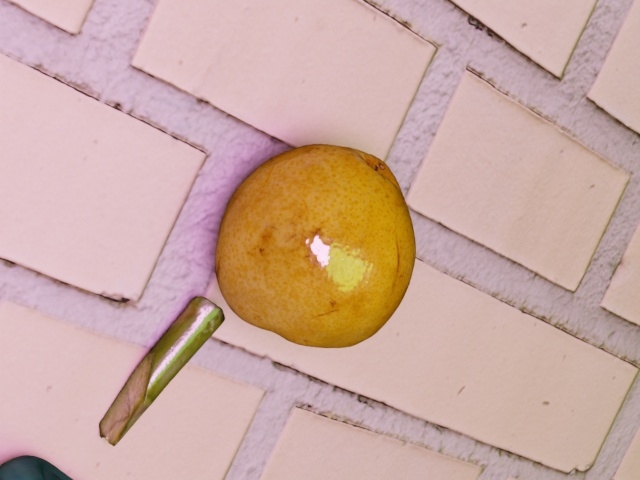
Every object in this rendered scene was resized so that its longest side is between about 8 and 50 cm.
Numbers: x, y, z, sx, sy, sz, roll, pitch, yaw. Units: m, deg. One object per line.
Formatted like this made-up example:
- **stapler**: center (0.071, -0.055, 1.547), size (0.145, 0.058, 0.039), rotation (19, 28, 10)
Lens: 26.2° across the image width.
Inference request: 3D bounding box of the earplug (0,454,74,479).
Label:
- **earplug**: center (-0.289, 0.314, 1.306), size (0.280, 0.164, 0.257), rotation (-26, 129, -36)

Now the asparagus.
- **asparagus**: center (-0.167, 0.133, 1.411), size (0.041, 0.045, 0.178), rotation (41, 80, -7)

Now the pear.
- **pear**: center (0.000, 0.000, 1.386), size (0.209, 0.209, 0.209), rotation (-15, 116, -33)
